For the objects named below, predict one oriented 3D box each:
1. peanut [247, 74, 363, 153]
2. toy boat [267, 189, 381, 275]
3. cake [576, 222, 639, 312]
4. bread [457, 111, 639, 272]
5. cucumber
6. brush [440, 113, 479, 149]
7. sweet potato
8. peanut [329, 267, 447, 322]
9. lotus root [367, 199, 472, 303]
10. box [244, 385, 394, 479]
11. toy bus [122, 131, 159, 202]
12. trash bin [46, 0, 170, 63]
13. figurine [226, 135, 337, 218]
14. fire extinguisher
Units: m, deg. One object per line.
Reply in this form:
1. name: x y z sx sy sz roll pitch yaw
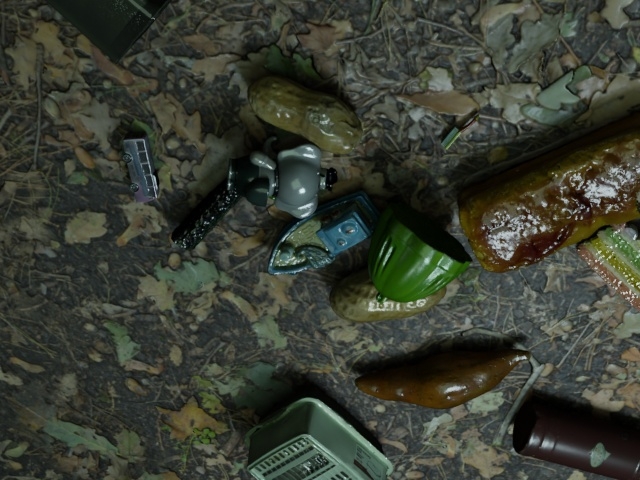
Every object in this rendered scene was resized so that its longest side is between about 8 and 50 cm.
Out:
1. peanut: -0.024 -0.217 1.436 0.214 0.099 0.099 25 122 -3
2. toy boat: 0.000 0.000 1.563 0.238 0.098 0.109 -29 112 22
3. cake: 0.588 0.061 1.552 0.225 0.090 0.109 34 123 -15
4. bread: 0.434 -0.071 1.472 0.380 0.109 0.185 -25 116 18
5. cucumber: -0.192 -0.067 1.563 0.215 0.058 0.052 -44 80 23
6. brush: 0.240 -0.192 1.463 0.021 0.019 0.083 41 119 -8
7. sweet potato: 0.251 0.284 1.716 0.359 0.112 0.112 -18 119 13
8. peanut: 0.127 0.100 1.615 0.226 0.095 0.108 -5 125 8
9. lotus root: 0.149 0.045 1.513 0.186 0.186 0.186 2 123 4
10. box: -0.006 0.464 1.817 0.220 0.166 0.290 -35 113 24
11. toy bus: -0.327 -0.134 1.546 0.052 0.037 0.130 -5 121 3
12. trash bin: -0.354 -0.410 1.296 0.240 0.164 0.122 39 118 -17
13. figurine: -0.065 -0.112 1.469 0.192 0.126 0.147 4 128 -7
14. fire extinguisher: 0.582 0.425 1.764 0.337 0.114 0.135 15 143 -5
